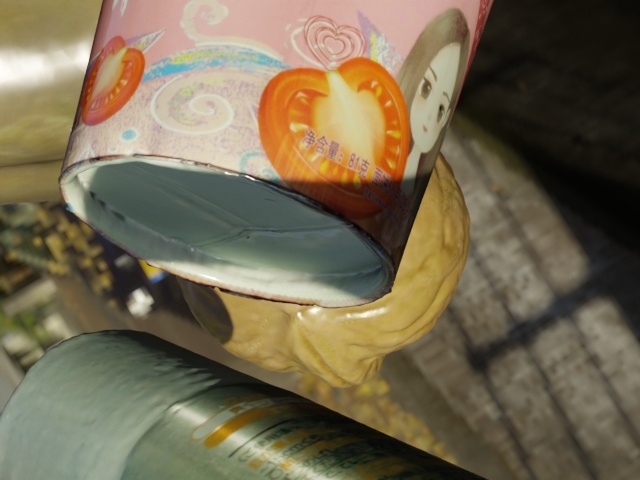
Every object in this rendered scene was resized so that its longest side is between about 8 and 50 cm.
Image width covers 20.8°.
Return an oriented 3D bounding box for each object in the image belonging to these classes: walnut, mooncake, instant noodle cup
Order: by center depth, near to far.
[{"bbox_3d":[-0.025,-0.104,0.981,0.243,0.231,0.243,14,160,5],"label":"instant noodle cup"},{"bbox_3d":[0.000,0.000,1.295,0.228,0.228,0.228,51,161,25],"label":"walnut"},{"bbox_3d":[-0.257,-0.207,1.302,0.378,0.201,0.378,166,90,-83],"label":"mooncake"}]

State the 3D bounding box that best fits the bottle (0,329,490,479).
[{"bbox_3d":[0.017,0.091,0.419,0.286,0.082,0.082,19,138,50],"label":"bottle"}]
